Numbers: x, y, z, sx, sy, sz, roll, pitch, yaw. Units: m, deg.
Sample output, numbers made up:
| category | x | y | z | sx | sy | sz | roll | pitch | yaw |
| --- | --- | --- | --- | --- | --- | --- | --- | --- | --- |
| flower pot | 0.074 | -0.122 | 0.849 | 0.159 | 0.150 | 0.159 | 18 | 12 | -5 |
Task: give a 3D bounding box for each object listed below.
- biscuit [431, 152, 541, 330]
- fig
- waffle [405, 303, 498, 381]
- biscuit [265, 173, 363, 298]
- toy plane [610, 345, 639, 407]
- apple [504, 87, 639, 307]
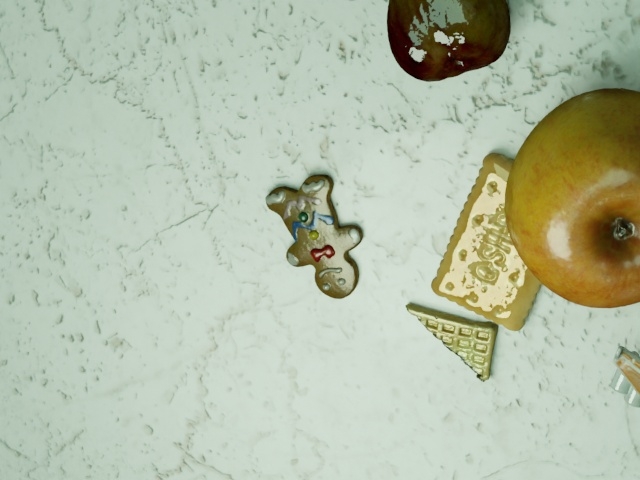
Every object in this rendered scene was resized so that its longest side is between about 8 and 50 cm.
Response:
| category | x | y | z | sx | sy | sz | roll | pitch | yaw |
| --- | --- | --- | --- | --- | --- | --- | --- | --- | --- |
| biscuit | 0.274 | 0.005 | 1.767 | 0.160 | 0.030 | 0.250 | 26 | 116 | 11 |
| fig | 0.166 | -0.362 | 1.629 | 0.170 | 0.145 | 0.274 | -9 | 92 | 22 |
| waffle | 0.199 | 0.159 | 1.856 | 0.152 | 0.023 | 0.098 | 14 | 112 | 14 |
| biscuit | 0.000 | 0.000 | 1.873 | 0.138 | 0.031 | 0.205 | -17 | 103 | 25 |
| toy plane | 0.538 | 0.208 | 1.692 | 0.244 | 0.117 | 0.245 | 6 | 111 | 17 |
| apple | 0.389 | -0.051 | 1.560 | 0.298 | 0.275 | 0.299 | 1 | 104 | 5 |
